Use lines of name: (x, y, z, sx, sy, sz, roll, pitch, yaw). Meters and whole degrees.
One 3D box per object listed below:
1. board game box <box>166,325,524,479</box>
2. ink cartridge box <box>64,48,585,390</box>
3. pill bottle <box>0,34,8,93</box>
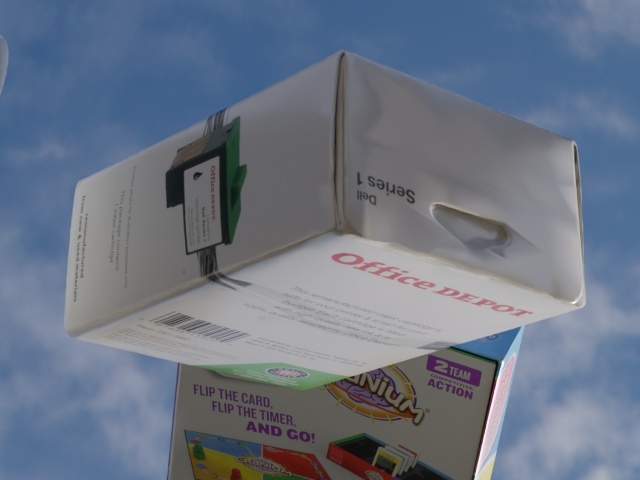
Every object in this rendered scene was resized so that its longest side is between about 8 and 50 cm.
board game box: (0.006, 0.166, 1.332, 0.242, 0.064, 0.316, 18, -58, 14)
ink cartridge box: (0.000, 0.000, 0.877, 0.160, 0.093, 0.219, 17, -26, -37)
pill bottle: (-0.366, -0.106, 0.843, 0.392, 0.224, 0.224, 27, -68, -22)
